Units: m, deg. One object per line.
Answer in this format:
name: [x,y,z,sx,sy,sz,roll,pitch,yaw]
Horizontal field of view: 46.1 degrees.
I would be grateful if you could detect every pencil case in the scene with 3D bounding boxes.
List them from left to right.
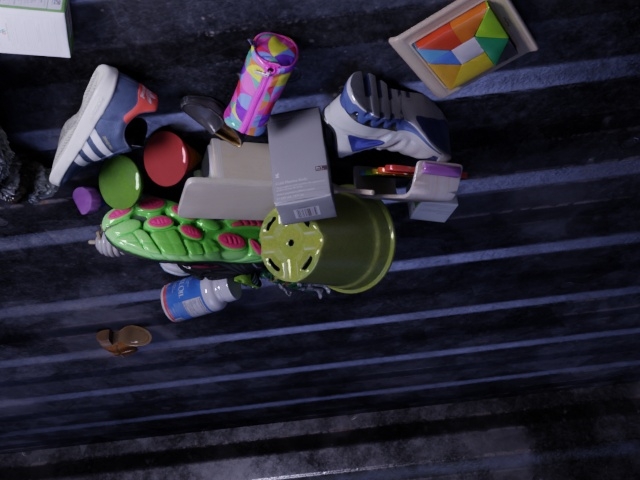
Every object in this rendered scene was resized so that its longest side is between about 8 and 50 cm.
pencil case: [-0.121,-0.307,1.499,0.104,0.104,0.236,5,149,-19]

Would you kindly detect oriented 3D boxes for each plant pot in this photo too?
plant pot: [0.000,0.000,1.797,0.276,0.276,0.254,-28,166,33]

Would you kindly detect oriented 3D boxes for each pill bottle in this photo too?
pill bottle: [-0.352,0.159,2.239,0.221,0.124,0.124,-18,148,18]

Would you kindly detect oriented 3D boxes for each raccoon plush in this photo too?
raccoon plush: [-0.658,-0.240,1.518,0.299,0.216,0.446,-38,169,22]

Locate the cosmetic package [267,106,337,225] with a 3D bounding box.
cosmetic package: [-0.041,-0.162,1.628,0.127,0.238,0.107,-11,152,4]

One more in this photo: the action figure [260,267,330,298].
action figure: [-0.082,0.125,2.295,0.232,0.063,0.137,16,147,-27]

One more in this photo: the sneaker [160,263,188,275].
sneaker: [-0.336,0.044,2.093,0.229,0.087,0.092,1,143,-26]

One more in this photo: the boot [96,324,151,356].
boot: [-0.651,0.352,2.575,0.197,0.073,0.152,2,150,11]

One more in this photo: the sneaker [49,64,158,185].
sneaker: [-0.453,-0.210,1.574,0.148,0.131,0.350,19,142,-29]

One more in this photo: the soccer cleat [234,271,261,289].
soccer cleat: [-0.208,0.102,2.231,0.060,0.072,0.179,14,174,13]

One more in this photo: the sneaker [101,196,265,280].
sneaker: [-0.325,0.026,1.909,0.483,0.185,0.202,12,138,-36]

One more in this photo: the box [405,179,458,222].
box: [0.280,-0.113,1.901,0.102,0.101,0.087,5,149,-15]

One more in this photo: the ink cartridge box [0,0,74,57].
ink cartridge box: [-0.547,-0.387,1.319,0.209,0.062,0.109,1,149,-11]

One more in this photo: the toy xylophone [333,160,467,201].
toy xylophone: [0.165,-0.134,1.702,0.236,0.081,0.323,3,-178,-33]

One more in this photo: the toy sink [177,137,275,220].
toy sink: [-0.209,-0.141,1.738,0.234,0.131,0.153,0,150,-20]

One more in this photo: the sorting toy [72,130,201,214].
sorting toy: [-0.412,-0.147,1.755,0.365,0.127,0.126,-21,176,30]

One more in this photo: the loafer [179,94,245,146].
loafer: [-0.225,-0.256,1.604,0.170,0.061,0.062,21,142,-37]

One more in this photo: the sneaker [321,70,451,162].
sneaker: [0.124,-0.248,1.640,0.315,0.127,0.182,19,151,-35]

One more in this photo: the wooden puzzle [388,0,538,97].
wooden puzzle: [0.287,-0.383,1.492,0.239,0.044,0.221,-22,146,27]

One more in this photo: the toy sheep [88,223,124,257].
toy sheep: [-0.546,0.002,1.976,0.132,0.091,0.091,4,152,11]
